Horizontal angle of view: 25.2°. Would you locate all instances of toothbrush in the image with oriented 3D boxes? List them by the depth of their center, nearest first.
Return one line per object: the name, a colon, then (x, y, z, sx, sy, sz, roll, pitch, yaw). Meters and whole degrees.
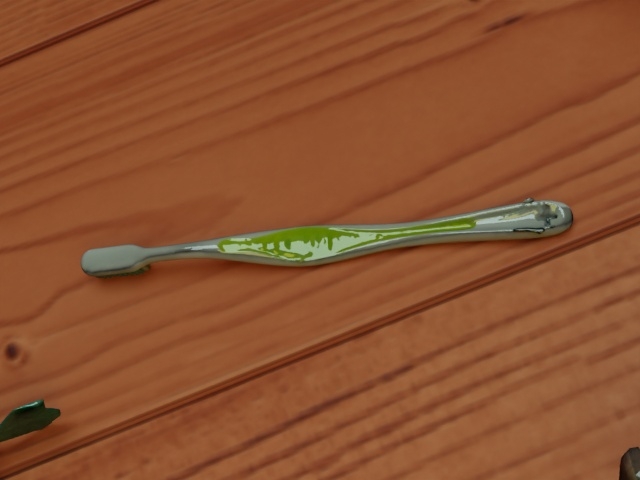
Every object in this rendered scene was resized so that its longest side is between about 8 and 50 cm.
toothbrush: (0.000, 0.000, 0.753, 0.263, 0.026, 0.022, -6, 72, 11)

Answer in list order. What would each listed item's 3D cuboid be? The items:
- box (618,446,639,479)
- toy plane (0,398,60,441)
box: (0.224, 0.221, 0.491, 0.190, 0.225, 0.297, -12, 65, 6)
toy plane: (-0.245, 0.127, 0.723, 0.235, 0.096, 0.060, -18, 65, -14)
